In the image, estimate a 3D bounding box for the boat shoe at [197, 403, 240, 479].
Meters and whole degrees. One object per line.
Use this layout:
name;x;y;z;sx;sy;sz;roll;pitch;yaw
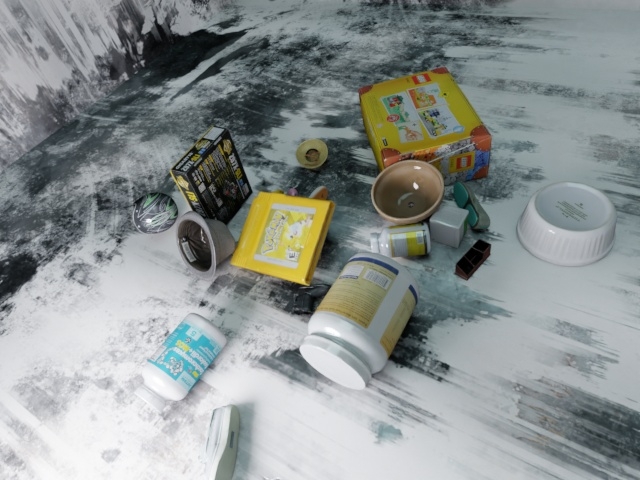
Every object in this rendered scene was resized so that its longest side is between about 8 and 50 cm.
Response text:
boat shoe;-0.263;0.532;1.108;0.081;0.079;0.227;-13;42;16

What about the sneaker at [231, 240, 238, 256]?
sneaker;-0.312;0.014;1.596;0.069;0.038;0.098;-35;60;-18

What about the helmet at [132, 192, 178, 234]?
helmet;-0.640;-0.106;1.700;0.169;0.169;0.161;-32;33;-14

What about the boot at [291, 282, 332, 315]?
boot;-0.027;0.185;1.365;0.121;0.045;0.099;-4;46;21

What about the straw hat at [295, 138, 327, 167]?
straw hat;-0.031;-0.345;1.820;0.145;0.061;0.144;-4;66;10

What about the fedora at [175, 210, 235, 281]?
fedora;-0.387;0.009;1.522;0.124;0.243;0.276;-18;19;-42

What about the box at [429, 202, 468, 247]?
box;0.415;-0.049;1.418;0.102;0.101;0.087;21;58;29

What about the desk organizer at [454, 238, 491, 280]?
desk organizer;0.469;0.057;1.345;0.130;0.050;0.047;-41;52;-21

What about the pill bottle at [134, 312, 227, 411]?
pill bottle;-0.401;0.348;1.250;0.146;0.146;0.264;20;58;28

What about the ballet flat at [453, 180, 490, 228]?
ballet flat;0.515;-0.117;1.488;0.068;0.072;0.213;6;46;-17

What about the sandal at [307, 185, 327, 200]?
sandal;-0.028;-0.103;1.580;0.076;0.101;0.265;17;54;30

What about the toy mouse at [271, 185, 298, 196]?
toy mouse;-0.135;-0.164;1.707;0.161;0.031;0.143;-35;50;-17

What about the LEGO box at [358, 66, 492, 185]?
LEGO box;0.381;-0.434;1.701;0.373;0.193;0.499;-12;48;4

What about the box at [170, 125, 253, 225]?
box;-0.388;-0.214;1.621;0.080;0.322;0.257;14;55;23

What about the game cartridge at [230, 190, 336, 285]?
game cartridge;-0.133;-0.019;1.473;0.324;0.053;0.285;11;76;31

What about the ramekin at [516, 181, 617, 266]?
ramekin;0.751;-0.063;1.327;0.273;0.127;0.272;-7;48;8

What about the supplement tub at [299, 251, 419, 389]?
supplement tub;0.107;0.212;1.182;0.229;0.228;0.316;19;56;28

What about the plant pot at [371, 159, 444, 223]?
plant pot;0.297;-0.145;1.465;0.238;0.109;0.237;-10;59;17

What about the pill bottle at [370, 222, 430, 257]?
pill bottle;0.257;0.002;1.413;0.184;0.103;0.103;-6;48;9
